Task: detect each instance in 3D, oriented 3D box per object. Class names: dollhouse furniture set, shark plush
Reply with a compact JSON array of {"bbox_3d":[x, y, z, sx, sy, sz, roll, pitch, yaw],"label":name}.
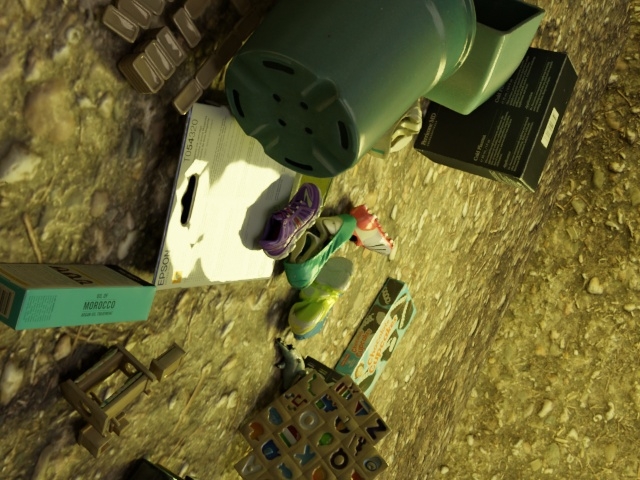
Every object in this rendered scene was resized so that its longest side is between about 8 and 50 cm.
[{"bbox_3d":[-0.344,0.252,1.261,0.182,0.101,0.161,-40,164,-42],"label":"dollhouse furniture set"},{"bbox_3d":[-0.074,0.294,1.746,0.067,0.073,0.161,-26,143,-10],"label":"shark plush"}]

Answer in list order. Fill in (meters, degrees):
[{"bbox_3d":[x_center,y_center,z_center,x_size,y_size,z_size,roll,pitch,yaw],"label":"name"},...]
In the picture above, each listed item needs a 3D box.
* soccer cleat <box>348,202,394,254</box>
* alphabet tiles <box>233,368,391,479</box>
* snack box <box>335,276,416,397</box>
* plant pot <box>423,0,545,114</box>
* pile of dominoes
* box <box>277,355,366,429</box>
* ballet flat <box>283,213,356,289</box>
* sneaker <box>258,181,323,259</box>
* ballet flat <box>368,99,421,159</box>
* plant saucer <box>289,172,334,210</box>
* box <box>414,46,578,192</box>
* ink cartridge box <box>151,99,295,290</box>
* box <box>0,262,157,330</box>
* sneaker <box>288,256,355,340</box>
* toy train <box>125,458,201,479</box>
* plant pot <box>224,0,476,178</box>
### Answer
[{"bbox_3d":[0.116,-0.014,1.856,0.095,0.083,0.248,-36,153,2],"label":"soccer cleat"},{"bbox_3d":[-0.015,0.481,1.700,0.342,0.285,0.011,-36,170,-16],"label":"alphabet tiles"},{"bbox_3d":[0.167,0.286,2.133,0.322,0.060,0.187,-57,148,-20],"label":"snack box"},{"bbox_3d":[0.359,-0.462,1.803,0.247,0.248,0.252,-37,148,-44],"label":"plant pot"},{"bbox_3d":[-0.214,-0.335,1.119,0.251,0.040,0.196,-58,135,-26],"label":"pile of dominoes"},{"bbox_3d":[0.023,0.430,1.880,0.142,0.163,0.247,-54,148,-18],"label":"box"},{"bbox_3d":[0.000,0.000,1.654,0.247,0.083,0.087,-51,132,-32],"label":"ballet flat"},{"bbox_3d":[-0.057,-0.043,1.398,0.170,0.068,0.071,-59,142,-16],"label":"sneaker"},{"bbox_3d":[0.201,-0.275,1.806,0.248,0.086,0.086,-46,144,-35],"label":"ballet flat"},{"bbox_3d":[-0.021,-0.141,1.558,0.188,0.045,0.188,14,96,-60],"label":"plant saucer"},{"bbox_3d":[0.474,-0.347,1.981,0.179,0.312,0.343,16,95,-62],"label":"box"},{"bbox_3d":[-0.173,-0.080,1.321,0.330,0.071,0.324,-1,109,-55],"label":"ink cartridge box"},{"bbox_3d":[-0.364,0.078,1.071,0.244,0.100,0.060,5,105,-59],"label":"box"},{"bbox_3d":[-0.004,0.143,1.753,0.240,0.091,0.126,-46,162,-35],"label":"sneaker"},{"bbox_3d":[-0.353,0.579,1.391,0.334,0.142,0.190,-53,135,-23],"label":"toy train"},{"bbox_3d":[0.036,-0.303,1.224,0.334,0.341,0.341,-54,148,-31],"label":"plant pot"}]
